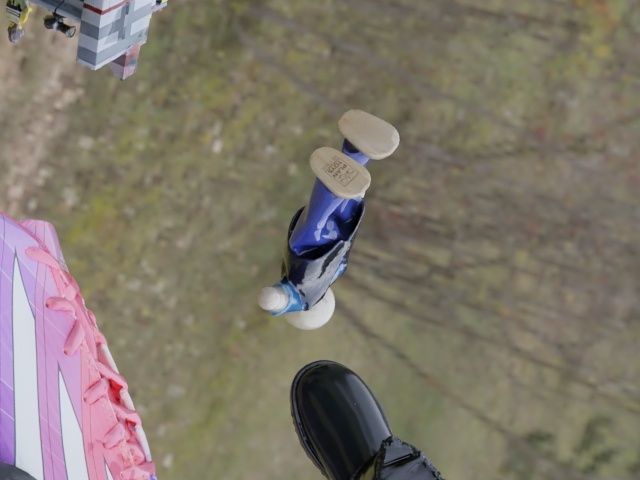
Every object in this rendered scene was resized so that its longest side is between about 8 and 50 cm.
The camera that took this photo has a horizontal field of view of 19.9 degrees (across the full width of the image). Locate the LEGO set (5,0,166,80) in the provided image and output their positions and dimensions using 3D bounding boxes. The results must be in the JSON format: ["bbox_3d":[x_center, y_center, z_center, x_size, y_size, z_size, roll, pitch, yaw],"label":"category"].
[{"bbox_3d":[-0.156,-0.224,0.998,0.255,0.331,0.192,-51,158,-55],"label":"LEGO set"}]

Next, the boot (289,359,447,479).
[{"bbox_3d":[0.027,0.108,0.866,0.045,0.121,0.099,-22,174,-12],"label":"boot"}]

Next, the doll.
[{"bbox_3d":[0.000,0.000,1.188,0.129,0.046,0.189,-53,169,-33],"label":"doll"}]

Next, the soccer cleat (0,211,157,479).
[{"bbox_3d":[-0.142,0.060,0.876,0.116,0.318,0.108,-41,-179,-17],"label":"soccer cleat"}]
